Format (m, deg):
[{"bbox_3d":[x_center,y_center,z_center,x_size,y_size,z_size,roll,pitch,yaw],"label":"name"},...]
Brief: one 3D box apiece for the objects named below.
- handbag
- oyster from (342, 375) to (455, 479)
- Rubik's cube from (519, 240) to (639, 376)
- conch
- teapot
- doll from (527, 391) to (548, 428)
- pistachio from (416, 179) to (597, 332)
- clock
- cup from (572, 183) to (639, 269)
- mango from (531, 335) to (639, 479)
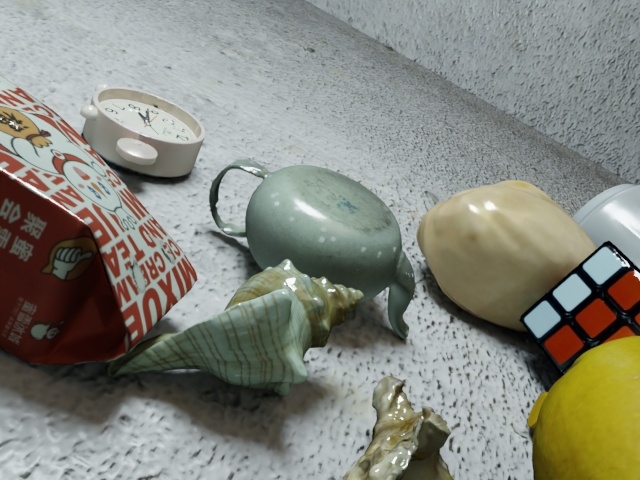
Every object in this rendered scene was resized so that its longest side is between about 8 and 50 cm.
[{"bbox_3d":[-0.247,-0.023,0.590,0.298,0.151,0.171,31,20,-5],"label":"handbag"},{"bbox_3d":[0.068,0.233,0.479,0.204,0.110,0.396,64,13,1],"label":"oyster"},{"bbox_3d":[0.385,0.130,0.890,0.162,0.163,0.161,32,20,-37],"label":"Rubik's cube"},{"bbox_3d":[-0.048,0.088,0.624,0.233,0.137,0.114,-28,87,-50],"label":"conch"},{"bbox_3d":[0.000,0.000,0.826,0.294,0.130,0.193,28,26,2],"label":"teapot"},{"bbox_3d":[0.299,0.230,0.784,0.127,0.073,0.084,28,59,7],"label":"doll"},{"bbox_3d":[0.287,0.030,1.004,0.317,0.214,0.193,30,-18,-14],"label":"pistachio"},{"bbox_3d":[-0.235,-0.142,0.919,0.155,0.063,0.229,18,25,-16],"label":"clock"},{"bbox_3d":[0.580,0.098,1.145,0.323,0.236,0.327,45,7,-47],"label":"cup"},{"bbox_3d":[0.302,0.254,0.532,0.301,0.220,0.445,54,20,-18],"label":"mango"}]
